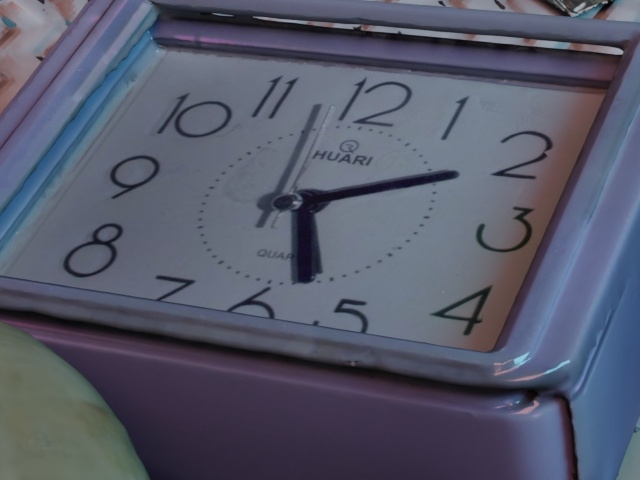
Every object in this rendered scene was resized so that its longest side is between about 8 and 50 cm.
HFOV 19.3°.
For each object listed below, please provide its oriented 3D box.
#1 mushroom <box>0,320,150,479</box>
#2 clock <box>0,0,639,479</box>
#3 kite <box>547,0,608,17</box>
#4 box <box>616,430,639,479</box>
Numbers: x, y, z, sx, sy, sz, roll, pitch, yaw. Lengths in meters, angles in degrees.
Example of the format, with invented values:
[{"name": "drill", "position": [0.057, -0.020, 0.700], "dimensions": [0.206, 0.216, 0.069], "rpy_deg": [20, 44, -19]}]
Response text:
[{"name": "mushroom", "position": [-0.114, 0.122, 0.451], "dimensions": [0.178, 0.226, 0.226], "rpy_deg": [1, 51, -48]}, {"name": "clock", "position": [0.000, 0.000, 0.520], "dimensions": [0.193, 0.073, 0.144], "rpy_deg": [8, 45, 23]}, {"name": "kite", "position": [0.131, -0.182, 0.681], "dimensions": [0.245, 0.015, 0.141], "rpy_deg": [-35, 69, -13]}, {"name": "box", "position": [0.069, 0.098, 0.520], "dimensions": [0.130, 0.051, 0.129], "rpy_deg": [-20, 63, -7]}]
